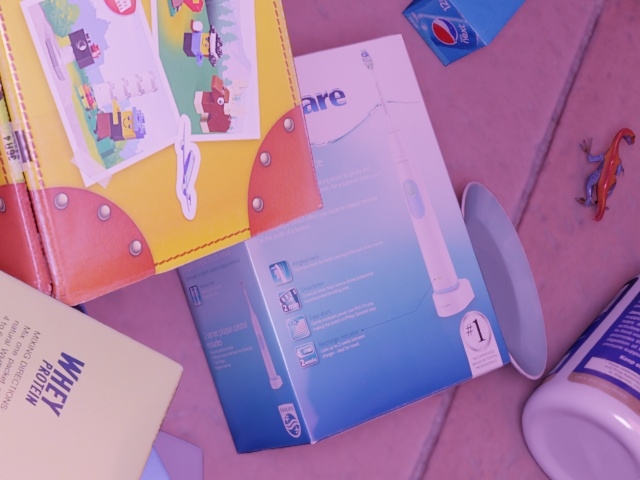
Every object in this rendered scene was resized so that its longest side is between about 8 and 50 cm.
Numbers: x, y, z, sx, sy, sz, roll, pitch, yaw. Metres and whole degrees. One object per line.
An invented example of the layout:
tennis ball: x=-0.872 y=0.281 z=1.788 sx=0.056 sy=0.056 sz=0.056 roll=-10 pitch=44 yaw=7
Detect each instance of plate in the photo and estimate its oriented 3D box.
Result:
plate: x=0.159 y=0.038 z=1.300 sx=0.188 sy=0.024 sz=0.188 roll=49 pitch=29 yaw=-41

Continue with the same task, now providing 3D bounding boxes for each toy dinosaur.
toy dinosaur: x=0.290 y=-0.069 z=1.423 sx=0.047 sy=0.090 sz=0.082 roll=16 pitch=115 yaw=-19

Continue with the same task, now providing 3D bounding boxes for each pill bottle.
pill bottle: x=0.318 y=0.119 z=1.347 sx=0.265 sy=0.153 sz=0.153 roll=-43 pitch=103 yaw=-32

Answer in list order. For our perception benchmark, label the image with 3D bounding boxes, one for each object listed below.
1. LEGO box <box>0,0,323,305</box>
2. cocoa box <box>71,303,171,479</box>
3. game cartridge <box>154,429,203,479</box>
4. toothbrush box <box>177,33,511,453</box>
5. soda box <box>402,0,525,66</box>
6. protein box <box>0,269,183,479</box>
LEGO box: x=-0.234 y=-0.234 z=0.821 sx=0.193 sy=0.373 sz=0.500 roll=-23 pitch=108 yaw=-41
cocoa box: x=-0.202 y=0.241 z=0.869 sx=0.228 sy=0.231 sz=0.347 roll=-28 pitch=93 yaw=-34
game cartridge: x=-0.222 y=0.216 z=1.035 sx=0.294 sy=0.060 sz=0.196 roll=7 pitch=79 yaw=-32
toothbrush box: x=0.000 y=0.000 z=1.184 sx=0.216 sy=0.126 sz=0.295 roll=-19 pitch=90 yaw=-34
soda box: x=0.172 y=-0.265 z=1.394 sx=0.071 sy=0.067 sz=0.210 roll=48 pitch=58 yaw=-14
protein box: x=-0.209 y=0.112 z=0.678 sx=0.201 sy=0.136 sz=0.199 roll=30 pitch=64 yaw=-19
